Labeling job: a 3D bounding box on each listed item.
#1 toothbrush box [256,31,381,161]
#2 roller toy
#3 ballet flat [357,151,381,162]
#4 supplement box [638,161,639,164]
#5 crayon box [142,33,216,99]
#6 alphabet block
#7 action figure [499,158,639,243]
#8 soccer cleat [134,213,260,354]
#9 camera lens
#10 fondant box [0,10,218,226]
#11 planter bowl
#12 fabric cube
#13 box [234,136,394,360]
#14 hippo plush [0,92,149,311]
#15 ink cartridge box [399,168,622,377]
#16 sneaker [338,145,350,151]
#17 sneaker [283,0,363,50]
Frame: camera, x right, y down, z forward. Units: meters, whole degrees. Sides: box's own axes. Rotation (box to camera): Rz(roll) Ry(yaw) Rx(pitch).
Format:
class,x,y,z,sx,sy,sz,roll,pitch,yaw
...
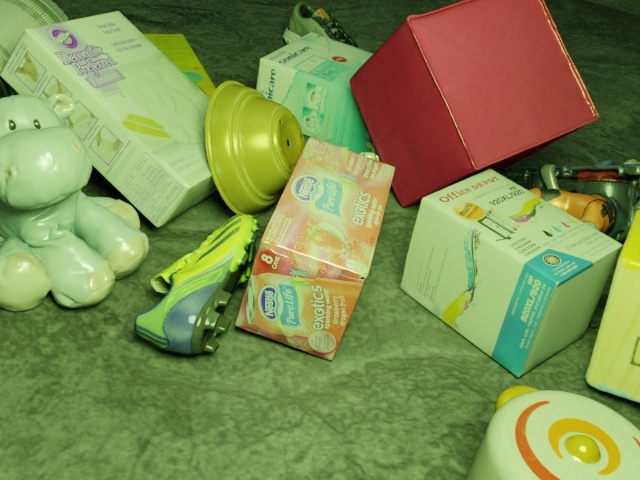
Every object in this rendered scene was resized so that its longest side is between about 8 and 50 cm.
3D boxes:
class,x,y,z,sx,sy,sz,roll,pitch,yaw
toothbrush box,0.050,-0.285,1.614,0.295,0.126,0.216,23,36,19
roller toy,0.256,0.258,0.865,0.191,0.146,0.209,22,35,14
ballet flat,0.085,-0.113,1.423,0.073,0.067,0.206,4,34,-8
supplement box,0.648,-0.125,1.635,0.098,0.036,0.062,-19,45,-37
crayon box,-0.322,-0.294,1.556,0.202,0.081,0.318,-5,37,-22
alphabet block,0.481,0.097,1.091,0.193,0.197,0.192,16,29,20
action figure,0.417,-0.045,1.400,0.330,0.179,0.341,-8,9,-36
soccer cleat,-0.159,0.041,1.108,0.121,0.093,0.289,12,34,6
camera lens,-0.542,-0.282,1.348,0.219,0.219,0.274,13,34,2
fondant box,-0.284,-0.198,1.275,0.330,0.096,0.238,43,30,1
planter bowl,-0.084,-0.146,1.275,0.090,0.217,0.217,-5,27,25
fabric cube,0.238,-0.235,1.352,0.254,0.258,0.259,-22,86,-20
box,0.000,0.000,1.147,0.142,0.154,0.300,20,35,0
hippo plush,-0.350,-0.076,1.092,0.234,0.237,0.294,-11,40,-29
ink cartridge box,0.261,0.037,1.167,0.171,0.168,0.232,-22,45,-38
sneaker,-0.002,-0.102,1.397,0.084,0.058,0.152,0,49,17
sneaker,0.018,-0.458,1.873,0.100,0.108,0.271,-21,47,-41
